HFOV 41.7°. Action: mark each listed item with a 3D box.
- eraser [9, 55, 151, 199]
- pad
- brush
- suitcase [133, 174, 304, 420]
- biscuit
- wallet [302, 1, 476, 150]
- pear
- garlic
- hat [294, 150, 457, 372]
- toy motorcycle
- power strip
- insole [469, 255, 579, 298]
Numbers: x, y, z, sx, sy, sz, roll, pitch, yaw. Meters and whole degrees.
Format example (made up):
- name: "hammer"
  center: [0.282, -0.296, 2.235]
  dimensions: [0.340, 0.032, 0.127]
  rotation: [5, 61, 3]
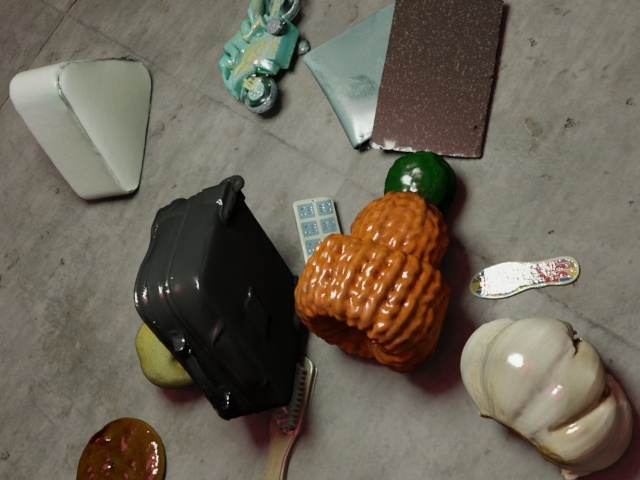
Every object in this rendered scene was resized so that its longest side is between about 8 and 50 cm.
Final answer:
- name: "eraser"
  center: [-0.524, -0.287, 1.848]
  dimensions: [0.149, 0.331, 0.331]
  rotation: [-4, 70, 25]
- name: "pad"
  center: [0.226, -0.324, 1.637]
  dimensions: [0.220, 0.004, 0.330]
  rotation: [8, 78, 17]
- name: "brush"
  center: [-0.077, 0.369, 1.539]
  dimensions: [0.070, 0.065, 0.328]
  rotation: [6, 76, 25]
- name: "suitcase"
  center: [-0.164, 0.110, 1.474]
  dimensions: [0.188, 0.345, 0.339]
  rotation: [-17, 37, 18]
- name: "biscuit"
  center: [-0.399, 0.458, 1.674]
  dimensions: [0.212, 0.036, 0.212]
  rotation: [-9, 68, 22]
- name: "wallet"
  center: [0.138, -0.348, 1.702]
  dimensions: [0.290, 0.054, 0.251]
  rotation: [-29, 67, 6]
- name: "pear"
  center: [-0.282, 0.205, 1.638]
  dimensions: [0.167, 0.167, 0.136]
  rotation: [-59, 32, -4]
- name: "garlic"
  center: [0.359, 0.217, 1.317]
  dimensions: [0.281, 0.185, 0.203]
  rotation: [31, 67, 32]
- name: "hat"
  center: [0.149, 0.021, 1.461]
  dimensions: [0.285, 0.285, 0.400]
  rotation: [26, 73, 31]
- name: "toy motorcycle"
  center: [-0.133, -0.414, 1.835]
  dimensions: [0.198, 0.109, 0.297]
  rotation: [10, 78, 38]
- name: "power strip"
  center: [0.000, 0.000, 1.635]
  dimensions: [0.081, 0.035, 0.192]
  rotation: [-9, 66, -7]
- name: "insole"
  center: [0.355, 0.064, 1.473]
  dimensions: [0.193, 0.006, 0.065]
  rotation: [-11, 68, 23]
